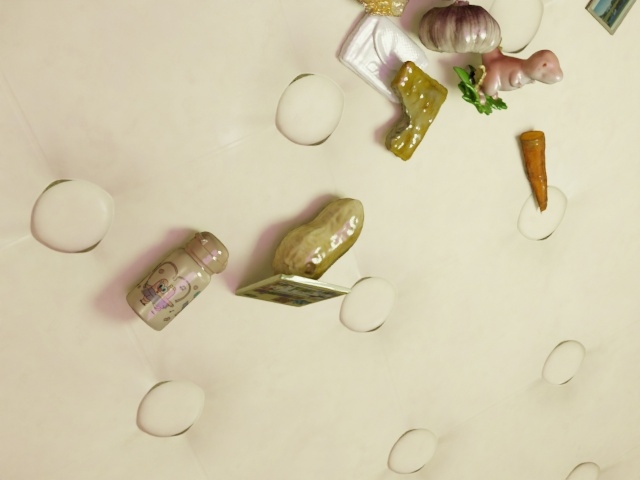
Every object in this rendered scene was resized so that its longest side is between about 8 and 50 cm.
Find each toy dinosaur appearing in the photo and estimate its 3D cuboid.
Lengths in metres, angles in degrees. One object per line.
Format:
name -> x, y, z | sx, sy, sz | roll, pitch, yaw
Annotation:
toy dinosaur -> 0.372, -0.347, 1.615 | 0.152, 0.194, 0.177 | -12, 150, -43

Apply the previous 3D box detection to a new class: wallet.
wallet -> 0.131, -0.364, 1.589 | 0.183, 0.032, 0.124 | 32, 99, -35

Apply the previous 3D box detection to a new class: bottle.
bottle -> -0.268, 0.076, 1.554 | 0.209, 0.097, 0.110 | -43, 139, -3

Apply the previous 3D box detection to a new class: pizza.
pizza -> 0.113, -0.477, 1.521 | 0.160, 0.036, 0.099 | -8, 102, -25

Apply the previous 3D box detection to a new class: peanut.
peanut -> 0.000, 0.000, 1.646 | 0.236, 0.110, 0.120 | -43, 116, -5

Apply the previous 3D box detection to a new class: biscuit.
biscuit -> 0.179, -0.261, 1.631 | 0.174, 0.039, 0.183 | 14, 108, -53

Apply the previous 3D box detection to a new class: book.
book -> -0.058, 0.105, 1.636 | 0.168, 0.192, 0.013 | 14, 69, -31

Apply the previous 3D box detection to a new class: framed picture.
framed picture -> 0.668, -0.552, 1.784 | 0.109, 0.011, 0.149 | 28, 99, -34

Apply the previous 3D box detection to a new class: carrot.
carrot -> 0.514, -0.156, 1.871 | 0.057, 0.057, 0.224 | -30, 126, -12

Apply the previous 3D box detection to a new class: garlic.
garlic -> 0.270, -0.419, 1.558 | 0.147, 0.159, 0.102 | -23, 119, -46
